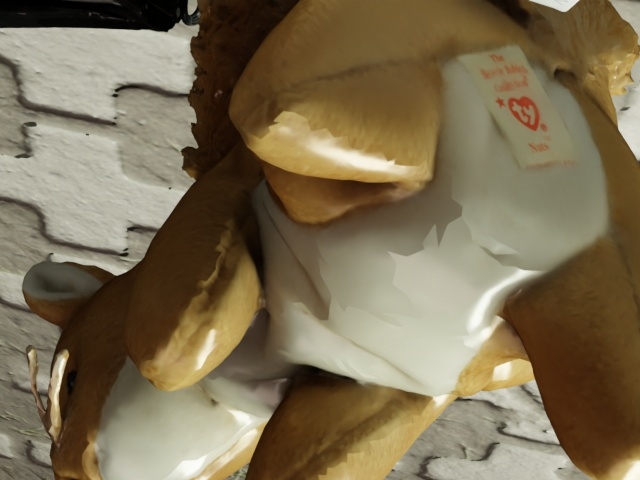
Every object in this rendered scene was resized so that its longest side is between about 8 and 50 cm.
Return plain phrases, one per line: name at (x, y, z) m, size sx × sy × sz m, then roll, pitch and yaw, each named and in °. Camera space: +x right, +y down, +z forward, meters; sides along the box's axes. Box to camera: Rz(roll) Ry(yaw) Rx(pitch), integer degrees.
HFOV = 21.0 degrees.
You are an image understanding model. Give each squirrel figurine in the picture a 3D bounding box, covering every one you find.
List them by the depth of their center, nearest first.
squirrel figurine at (0.000, 0.000, 1.017) m, size 0.281 × 0.397 × 0.370 m, roll 38°, pitch 132°, yaw -17°

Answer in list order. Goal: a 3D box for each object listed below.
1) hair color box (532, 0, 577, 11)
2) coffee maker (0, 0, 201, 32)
hair color box at (0.011, -0.227, 0.781) m, size 0.339 × 0.110 × 0.185 m, roll 12°, pitch 158°, yaw -18°
coffee maker at (-0.185, -0.184, 1.146) m, size 0.178 × 0.120 × 0.171 m, roll 4°, pitch 151°, yaw 18°
